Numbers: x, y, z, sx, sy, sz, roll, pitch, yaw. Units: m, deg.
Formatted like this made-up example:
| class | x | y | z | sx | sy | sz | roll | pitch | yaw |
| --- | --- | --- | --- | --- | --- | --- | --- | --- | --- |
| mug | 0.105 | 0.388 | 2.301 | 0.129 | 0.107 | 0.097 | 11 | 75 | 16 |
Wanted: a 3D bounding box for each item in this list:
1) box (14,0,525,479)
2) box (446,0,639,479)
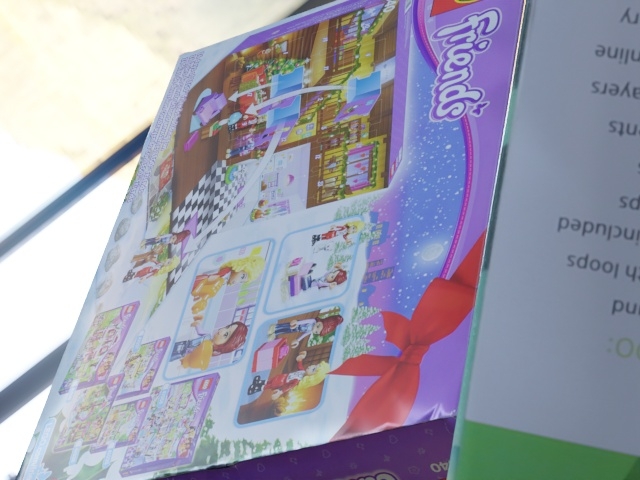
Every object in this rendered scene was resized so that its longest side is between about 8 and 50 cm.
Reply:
| class | x | y | z | sx | sy | sz | roll | pitch | yaw |
| --- | --- | --- | --- | --- | --- | --- | --- | --- | --- |
| box | 0.000 | 0.000 | 0.725 | 0.057 | 0.201 | 0.293 | 54 | -146 | -33 |
| box | 0.154 | -0.033 | 0.318 | 0.232 | 0.321 | 0.058 | 11 | -177 | 18 |
